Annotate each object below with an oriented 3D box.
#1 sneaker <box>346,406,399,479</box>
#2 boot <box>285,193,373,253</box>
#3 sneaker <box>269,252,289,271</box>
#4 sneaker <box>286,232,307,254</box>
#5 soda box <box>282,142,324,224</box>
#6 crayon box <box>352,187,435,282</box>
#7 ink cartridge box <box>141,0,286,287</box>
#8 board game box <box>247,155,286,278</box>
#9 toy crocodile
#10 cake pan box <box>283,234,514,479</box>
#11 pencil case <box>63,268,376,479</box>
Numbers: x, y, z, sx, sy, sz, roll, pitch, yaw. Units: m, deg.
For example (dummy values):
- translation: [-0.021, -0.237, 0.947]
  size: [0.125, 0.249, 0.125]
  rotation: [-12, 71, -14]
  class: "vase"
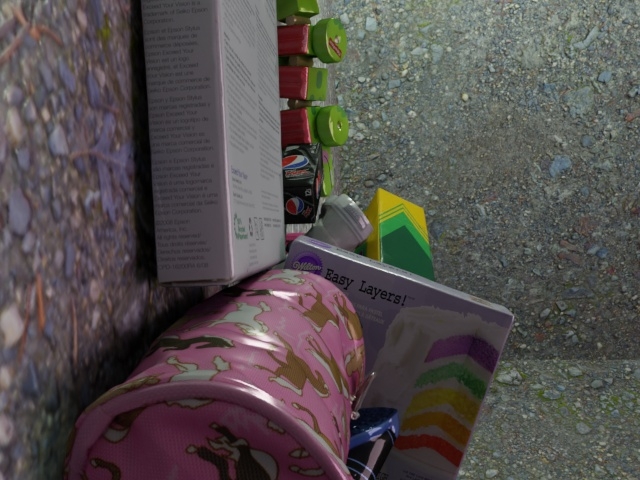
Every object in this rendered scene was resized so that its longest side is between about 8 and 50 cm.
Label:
- translation: [0.006, 0.231, 0.646]
  size: [0.232, 0.081, 0.090]
  rotation: [-17, 98, -51]
  class: "sneaker"
- translation: [0.000, 0.000, 1.028]
  size: [0.095, 0.123, 0.258]
  rotation: [52, -2, 3]
  class: "boot"
- translation: [-0.031, 0.148, 0.926]
  size: [0.127, 0.126, 0.321]
  rotation: [-61, 162, -71]
  class: "sneaker"
- translation: [-0.032, 0.072, 1.133]
  size: [0.252, 0.103, 0.111]
  rotation: [-71, 164, -58]
  class: "sneaker"
- translation: [-0.028, -0.084, 0.970]
  size: [0.169, 0.053, 0.060]
  rotation: [-82, 169, -63]
  class: "soda box"
- translation: [0.057, 0.138, 1.161]
  size: [0.363, 0.106, 0.313]
  rotation: [-61, -171, 27]
  class: "crayon box"
- translation: [-0.087, -0.132, 0.647]
  size: [0.324, 0.071, 0.330]
  rotation: [-4, 91, -86]
  class: "ink cartridge box"
- translation: [-0.073, -0.031, 0.961]
  size: [0.136, 0.035, 0.201]
  rotation: [76, 14, -68]
  class: "board game box"
- translation: [-0.030, -0.232, 1.064]
  size: [0.105, 0.115, 0.340]
  rotation: [-19, 110, -57]
  class: "toy crocodile"
- translation: [0.048, 0.147, 0.772]
  size: [0.070, 0.267, 0.245]
  rotation: [-13, 123, -85]
  class: "cake pan box"
- translation: [-0.045, 0.124, 0.515]
  size: [0.386, 0.167, 0.160]
  rotation: [-47, 135, -82]
  class: "pencil case"
